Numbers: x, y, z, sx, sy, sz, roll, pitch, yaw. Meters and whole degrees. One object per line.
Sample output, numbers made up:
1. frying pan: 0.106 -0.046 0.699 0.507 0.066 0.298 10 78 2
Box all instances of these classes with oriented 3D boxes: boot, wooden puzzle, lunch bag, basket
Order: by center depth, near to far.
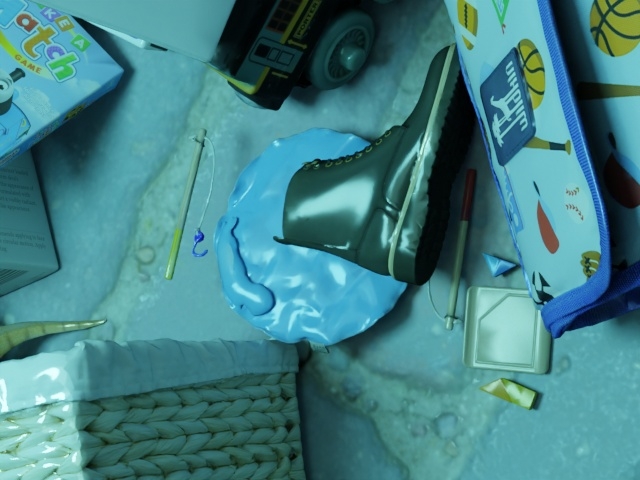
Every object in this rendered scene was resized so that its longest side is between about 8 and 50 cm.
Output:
1. lunch bag: 0.262 -0.136 1.237 0.385 0.239 0.328 -26 73 42
2. wooden puzzle: 0.151 0.073 1.403 0.078 0.014 0.116 11 92 26
3. boot: 0.043 -0.074 1.417 0.137 0.077 0.198 13 80 24
4. basket: -0.212 0.233 1.420 0.328 0.331 0.266 -14 81 29

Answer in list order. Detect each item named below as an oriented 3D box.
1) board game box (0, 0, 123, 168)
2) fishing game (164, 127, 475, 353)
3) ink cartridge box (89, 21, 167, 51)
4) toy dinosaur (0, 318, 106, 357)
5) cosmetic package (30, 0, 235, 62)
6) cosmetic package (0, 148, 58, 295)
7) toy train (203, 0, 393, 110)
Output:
1. board game box: -0.306 -0.149 1.561 0.160 0.211 0.039 45 144 4
2. fishing game: 0.000 0.000 1.469 0.264 0.041 0.189 5 81 18
3. ink cartridge box: -0.187 -0.305 1.612 0.208 0.045 0.206 29 100 30
4. toy dinosaur: -0.318 0.099 1.605 0.112 0.211 0.064 46 147 25
5. cosmetic package: -0.244 -0.301 1.395 0.453 0.230 0.161 35 104 55
6. cosmetic package: -0.366 -0.037 1.633 0.151 0.151 0.184 -23 74 27
7. toy train: 0.000 -0.260 1.416 0.142 0.190 0.334 38 105 27
